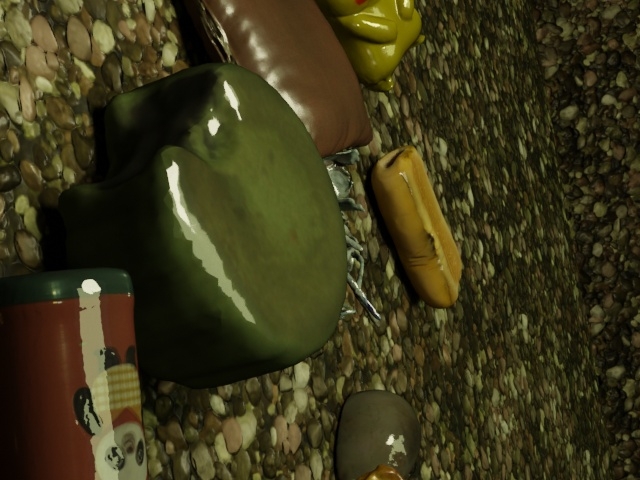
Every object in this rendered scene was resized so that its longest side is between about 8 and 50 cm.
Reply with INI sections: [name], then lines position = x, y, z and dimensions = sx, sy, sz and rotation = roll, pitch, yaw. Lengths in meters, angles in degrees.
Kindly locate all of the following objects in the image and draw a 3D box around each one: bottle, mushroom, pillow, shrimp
[bottle]
position = -0.220, 0.197, 0.927
dimensions = 0.144, 0.144, 0.336
rotation = 1, 82, -64
[mushroom]
position = 0.092, 0.305, 1.574
dimensions = 0.141, 0.117, 0.188
rotation = 47, 43, -30
[pillow]
position = -0.046, -0.244, 1.455
dimensions = 0.307, 0.108, 0.305
rotation = 62, 27, 0
[shrimp]
position = -0.004, 0.001, 1.434
dimensions = 0.410, 0.166, 0.221
rotation = -102, -153, -51

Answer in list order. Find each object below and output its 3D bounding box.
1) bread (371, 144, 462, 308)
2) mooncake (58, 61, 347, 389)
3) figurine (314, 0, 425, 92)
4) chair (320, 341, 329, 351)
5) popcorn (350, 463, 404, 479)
[bread]
position = 0.171, -0.022, 1.875
dimensions = 0.142, 0.091, 0.305
rotation = -73, 143, -57
[mooncake]
position = -0.120, -0.013, 1.156
dimensions = 0.351, 0.187, 0.351
rotation = 41, 38, -43
[figurine]
position = 0.055, -0.408, 1.701
dimensions = 0.218, 0.169, 0.326
rotation = -59, 145, -32
[chair]
position = -0.009, 0.118, 1.503
dimensions = 0.037, 0.042, 0.086
rotation = 17, 65, -66
[popcorn]
position = 0.050, 0.445, 1.312
dimensions = 0.265, 0.225, 0.332
rotation = 25, 79, -46
